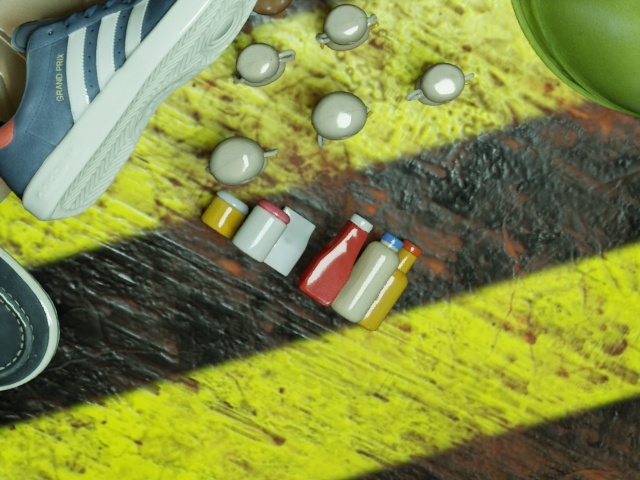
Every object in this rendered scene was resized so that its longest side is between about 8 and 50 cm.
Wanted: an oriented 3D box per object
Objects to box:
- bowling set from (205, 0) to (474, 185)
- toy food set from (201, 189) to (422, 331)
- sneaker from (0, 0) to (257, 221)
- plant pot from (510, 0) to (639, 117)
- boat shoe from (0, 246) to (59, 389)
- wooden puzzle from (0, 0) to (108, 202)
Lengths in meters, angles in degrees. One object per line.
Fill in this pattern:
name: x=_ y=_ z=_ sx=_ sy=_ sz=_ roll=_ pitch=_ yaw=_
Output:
bowling set: x=-0.004 y=-0.184 z=1.497 sx=0.287 sy=0.154 sz=0.200 roll=-18 pitch=91 yaw=3
toy food set: x=0.000 y=0.000 z=1.564 sx=0.232 sy=0.111 sz=0.104 roll=34 pitch=91 yaw=-14
sneaker: x=-0.194 y=-0.187 z=1.392 sx=0.148 sy=0.131 sz=0.350 roll=44 pitch=98 yaw=11
plant pot: x=0.385 y=-0.246 z=1.379 sx=0.366 sy=0.353 sz=0.366 roll=-2 pitch=110 yaw=-5
boat shoe: x=-0.499 y=0.024 z=1.502 sx=0.500 sy=0.156 sz=0.187 roll=30 pitch=102 yaw=-16
wooden puzzle: x=-0.360 y=-0.228 z=1.469 sx=0.322 sy=0.080 sz=0.348 roll=42 pitch=96 yaw=-17
